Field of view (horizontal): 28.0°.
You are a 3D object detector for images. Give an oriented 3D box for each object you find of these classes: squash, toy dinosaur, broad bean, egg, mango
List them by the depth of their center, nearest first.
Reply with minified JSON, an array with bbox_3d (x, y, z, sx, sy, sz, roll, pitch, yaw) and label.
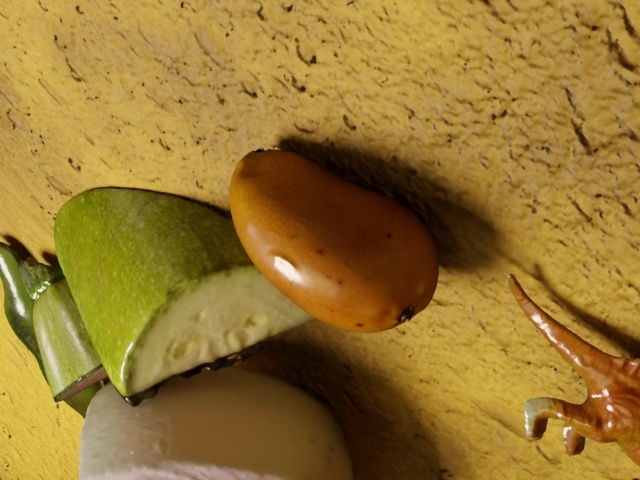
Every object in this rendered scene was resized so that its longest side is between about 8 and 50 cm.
[{"bbox_3d":[0.205,0.111,0.805,0.142,0.057,0.212,-9,123,34],"label":"toy dinosaur"},{"bbox_3d":[0.000,0.004,0.842,0.159,0.105,0.084,28,124,25],"label":"mango"},{"bbox_3d":[-0.060,0.183,1.018,0.162,0.206,0.271,-20,140,10],"label":"egg"},{"bbox_3d":[-0.123,0.001,1.025,0.252,0.169,0.093,-128,20,-54],"label":"squash"},{"bbox_3d":[-0.220,0.061,1.136,0.132,0.105,0.105,59,145,7],"label":"squash"},{"bbox_3d":[-0.245,0.120,1.242,0.060,0.043,0.297,-11,121,35],"label":"broad bean"}]
